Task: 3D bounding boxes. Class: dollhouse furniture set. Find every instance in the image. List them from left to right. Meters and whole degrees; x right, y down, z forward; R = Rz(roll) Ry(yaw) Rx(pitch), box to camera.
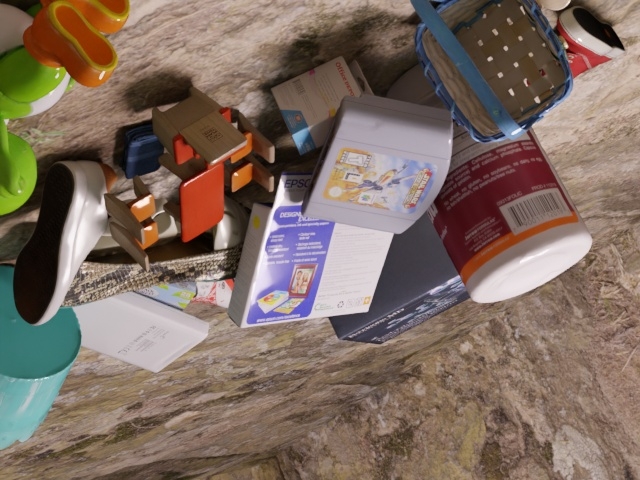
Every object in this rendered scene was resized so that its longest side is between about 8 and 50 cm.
[{"bbox_3d":[-0.181,-0.092,1.740,0.262,0.135,0.259,-34,153,-24],"label":"dollhouse furniture set"}]

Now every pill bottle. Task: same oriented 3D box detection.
[{"bbox_3d":[0.271,-0.112,1.946,0.224,0.392,0.224,-22,160,-8],"label":"pill bottle"}]

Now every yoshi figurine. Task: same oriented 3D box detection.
[{"bbox_3d":[-0.359,-0.153,1.384,0.362,0.203,0.204,-33,166,31],"label":"yoshi figurine"}]

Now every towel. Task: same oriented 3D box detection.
[{"bbox_3d":[-0.271,-0.140,1.766,0.067,0.029,0.119,-17,159,-21],"label":"towel"}]

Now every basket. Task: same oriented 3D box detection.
[{"bbox_3d":[0.252,-0.276,1.727,0.201,0.254,0.289,-34,178,30],"label":"basket"}]

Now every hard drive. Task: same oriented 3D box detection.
[{"bbox_3d":[-0.388,0.148,2.118,0.308,0.040,0.203,25,141,-27],"label":"hard drive"}]

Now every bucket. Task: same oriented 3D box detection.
[{"bbox_3d":[-0.548,0.187,1.933,0.281,0.281,0.183,-5,143,-45],"label":"bucket"}]

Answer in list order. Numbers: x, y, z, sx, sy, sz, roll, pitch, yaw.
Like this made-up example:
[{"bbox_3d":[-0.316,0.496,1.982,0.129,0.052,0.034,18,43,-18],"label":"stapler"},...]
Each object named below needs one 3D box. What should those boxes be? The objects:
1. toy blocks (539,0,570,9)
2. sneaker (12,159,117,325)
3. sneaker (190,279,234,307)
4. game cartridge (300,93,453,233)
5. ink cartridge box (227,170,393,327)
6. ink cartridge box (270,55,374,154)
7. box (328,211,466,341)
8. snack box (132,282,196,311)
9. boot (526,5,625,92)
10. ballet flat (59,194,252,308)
[{"bbox_3d":[0.379,-0.431,1.728,0.148,0.054,0.123,-52,157,-44],"label":"toy blocks"},{"bbox_3d":[-0.385,0.008,1.792,0.123,0.106,0.290,-11,134,-53],"label":"sneaker"},{"bbox_3d":[-0.248,0.089,2.312,0.145,0.090,0.270,-23,158,-4],"label":"sneaker"},{"bbox_3d":[0.095,-0.112,1.823,0.198,0.062,0.297,13,146,-6],"label":"game cartridge"},{"bbox_3d":[0.000,0.000,2.050,0.304,0.072,0.307,-4,119,-38],"label":"ink cartridge box"},{"bbox_3d":[0.010,-0.215,1.813,0.143,0.092,0.090,-24,160,0],"label":"ink cartridge box"},{"bbox_3d":[0.168,0.068,2.521,0.294,0.212,0.395,-29,166,11],"label":"box"},{"bbox_3d":[-0.344,0.098,2.139,0.175,0.070,0.207,16,143,-19],"label":"snack box"},{"bbox_3d":[0.429,-0.327,2.052,0.176,0.088,0.244,-32,163,24],"label":"boot"},{"bbox_3d":[-0.262,-0.005,1.974,0.483,0.164,0.182,-11,140,-29],"label":"ballet flat"}]
